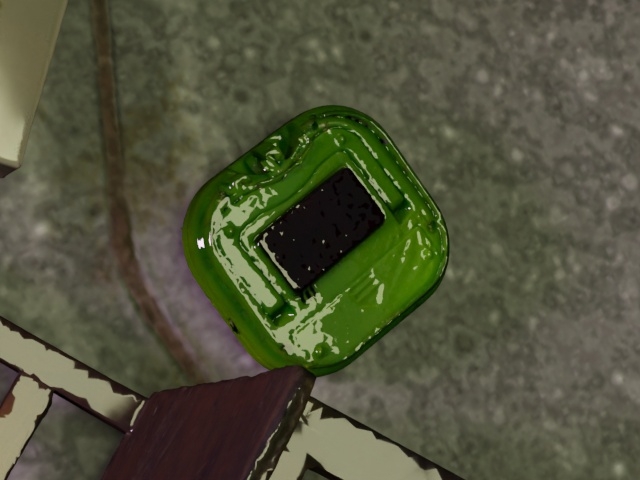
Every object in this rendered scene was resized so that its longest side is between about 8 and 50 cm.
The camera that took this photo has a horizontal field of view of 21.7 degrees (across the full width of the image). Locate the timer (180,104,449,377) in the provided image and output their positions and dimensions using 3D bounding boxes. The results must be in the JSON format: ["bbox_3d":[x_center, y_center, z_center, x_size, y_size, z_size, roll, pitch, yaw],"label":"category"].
[{"bbox_3d":[0.000,0.000,0.924,0.140,0.047,0.128,-38,98,-22],"label":"timer"}]

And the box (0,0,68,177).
[{"bbox_3d":[-0.297,-0.182,0.816,0.365,0.051,0.205,18,77,-20],"label":"box"}]

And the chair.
[{"bbox_3d":[-0.090,0.148,0.763,0.416,0.240,0.203,32,74,-17],"label":"chair"}]
